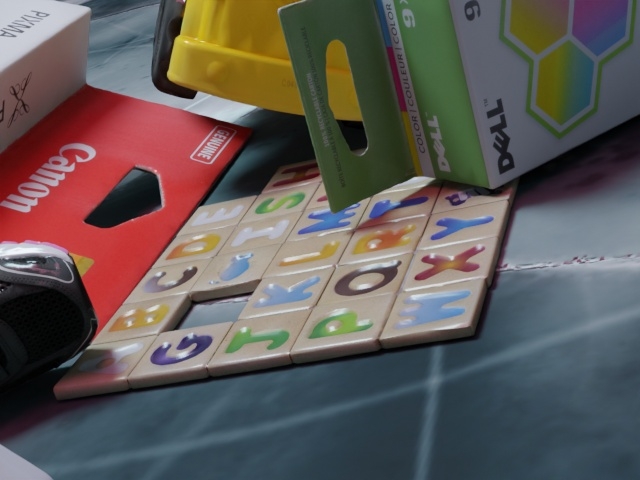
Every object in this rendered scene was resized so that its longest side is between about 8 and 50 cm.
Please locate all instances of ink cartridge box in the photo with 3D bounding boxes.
[{"bbox_3d":[0.092,-0.096,0.621,0.209,0.109,0.062,-25,23,-26],"label":"ink cartridge box"},{"bbox_3d":[-0.197,-0.070,0.733,0.261,0.066,0.296,14,28,7],"label":"ink cartridge box"}]

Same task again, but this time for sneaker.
[{"bbox_3d":[-0.180,0.067,0.559,0.178,0.072,0.077,-26,28,11],"label":"sneaker"}]

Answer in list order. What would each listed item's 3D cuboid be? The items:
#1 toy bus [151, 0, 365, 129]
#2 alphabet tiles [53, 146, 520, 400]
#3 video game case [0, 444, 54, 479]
[{"bbox_3d":[-0.019,-0.191,0.777,0.149,0.211,0.220,7,16,-10],"label":"toy bus"},{"bbox_3d":[0.000,0.000,0.626,0.198,0.009,0.237,-11,23,21],"label":"alphabet tiles"},{"bbox_3d":[-0.272,0.092,0.323,0.036,0.300,0.329,-59,-1,33],"label":"video game case"}]
